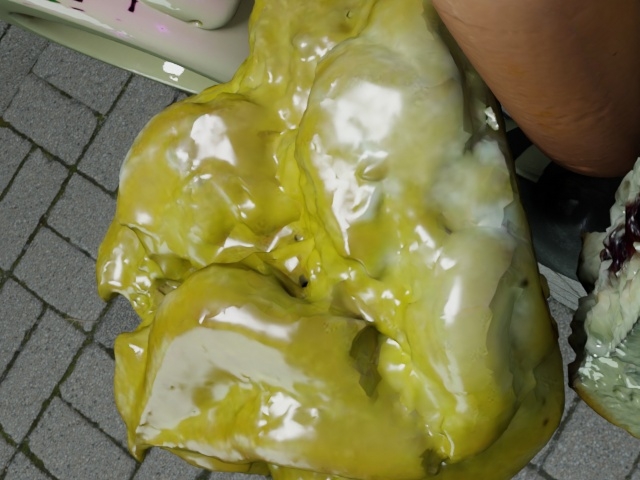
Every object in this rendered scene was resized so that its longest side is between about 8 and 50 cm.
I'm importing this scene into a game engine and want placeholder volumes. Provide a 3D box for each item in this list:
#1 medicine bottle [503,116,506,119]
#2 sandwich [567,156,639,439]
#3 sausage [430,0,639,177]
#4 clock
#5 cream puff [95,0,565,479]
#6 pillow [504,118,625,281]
[{"bbox_3d":[0.032,-0.038,1.181,0.256,0.256,0.325,32,171,-21],"label":"medicine bottle"},{"bbox_3d":[0.193,0.013,0.575,0.254,0.100,0.288,-8,148,46],"label":"sandwich"},{"bbox_3d":[0.113,-0.095,0.566,0.086,0.086,0.289,32,178,27],"label":"sausage"},{"bbox_3d":[-0.134,-0.189,0.926,0.309,0.114,0.284,19,-179,-33],"label":"clock"},{"bbox_3d":[0.000,-0.002,0.727,0.291,0.257,0.325,13,-117,-83],"label":"cream puff"},{"bbox_3d":[0.194,-0.028,0.932,0.186,0.106,0.250,24,-175,-24],"label":"pillow"}]
